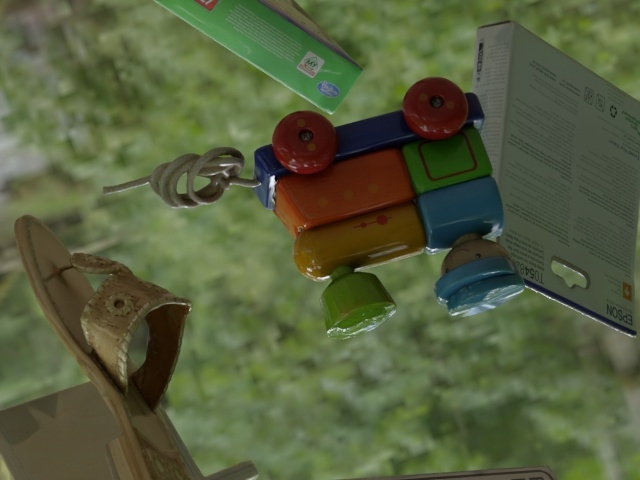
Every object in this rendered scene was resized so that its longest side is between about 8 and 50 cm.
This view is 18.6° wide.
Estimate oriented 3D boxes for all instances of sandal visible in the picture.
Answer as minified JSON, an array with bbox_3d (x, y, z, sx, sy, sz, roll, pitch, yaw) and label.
[{"bbox_3d":[-0.107,0.068,1.211,0.079,0.240,0.088,-32,154,13],"label":"sandal"}]

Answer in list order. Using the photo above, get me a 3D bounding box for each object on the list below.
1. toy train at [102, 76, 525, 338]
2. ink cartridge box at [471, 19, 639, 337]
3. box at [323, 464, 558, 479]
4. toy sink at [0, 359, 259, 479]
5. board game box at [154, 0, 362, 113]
[{"bbox_3d":[0.000,0.000,1.245,0.248,0.143,0.105,-15,158,-9],"label":"toy train"},{"bbox_3d":[0.203,-0.047,1.683,0.045,0.224,0.223,-9,157,39],"label":"ink cartridge box"},{"bbox_3d":[0.054,0.237,1.262,0.290,0.087,0.169,1,-144,-29],"label":"box"},{"bbox_3d":[-0.192,0.193,1.545,0.234,0.131,0.153,-16,159,-48],"label":"toy sink"},{"bbox_3d":[-0.129,-0.224,1.486,0.046,0.317,0.213,-54,-151,9],"label":"board game box"}]
